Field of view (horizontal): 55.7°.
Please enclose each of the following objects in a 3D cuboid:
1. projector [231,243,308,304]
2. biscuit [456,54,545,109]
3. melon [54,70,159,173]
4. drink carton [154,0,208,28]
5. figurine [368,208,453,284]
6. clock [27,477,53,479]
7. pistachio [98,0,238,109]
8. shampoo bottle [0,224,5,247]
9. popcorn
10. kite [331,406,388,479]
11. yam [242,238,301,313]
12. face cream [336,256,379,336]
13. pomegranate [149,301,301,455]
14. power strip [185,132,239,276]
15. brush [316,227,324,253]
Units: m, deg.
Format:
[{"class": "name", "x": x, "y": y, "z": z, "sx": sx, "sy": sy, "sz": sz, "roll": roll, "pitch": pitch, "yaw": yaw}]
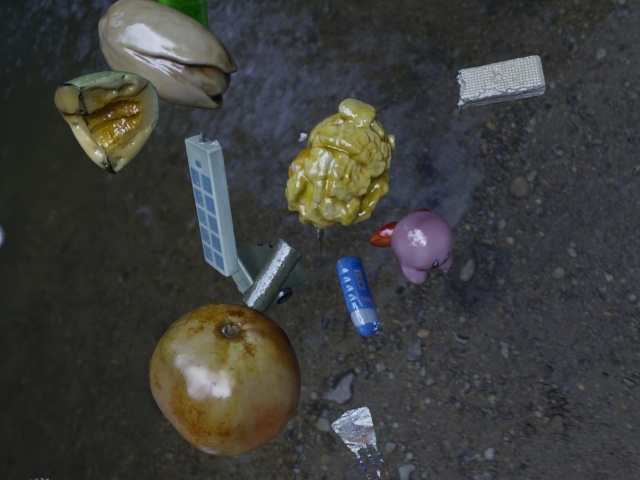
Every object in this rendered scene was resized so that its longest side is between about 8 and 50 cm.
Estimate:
[{"class": "projector", "x": -0.162, "y": 0.105, "z": 1.864, "sx": 0.088, "sy": 0.269, "sz": 0.194, "roll": -48, "pitch": 65, "yaw": 27}, {"class": "biscuit", "x": 0.500, "y": -0.440, "z": 1.693, "sx": 0.238, "sy": 0.062, "sz": 0.108, "roll": -8, "pitch": 70, "yaw": 16}, {"class": "melon", "x": -0.293, "y": -0.183, "z": 0.845, "sx": 0.128, "sy": 0.160, "sz": 0.079, "roll": -35, "pitch": 60, "yaw": -23}, {"class": "drink carton", "x": -0.327, "y": -0.563, "z": 1.331, "sx": 0.108, "sy": 0.271, "sz": 0.161, "roll": -24, "pitch": 55, "yaw": -24}, {"class": "figurine", "x": 0.349, "y": -0.010, "z": 2.147, "sx": 0.269, "sy": 0.211, "sz": 0.261, "roll": -23, "pitch": 63, "yaw": -21}, {"class": "clock", "x": -0.419, "y": 0.380, "z": 0.888, "sx": 0.074, "sy": 0.083, "sz": 0.010, "roll": 32, "pitch": 117, "yaw": 26}, {"class": "pistachio", "x": -0.289, "y": -0.347, "z": 1.112, "sx": 0.292, "sy": 0.181, "sz": 0.162, "roll": 26, "pitch": 113, "yaw": 15}, {"class": "shampoo bottle", "x": -0.756, "y": -0.023, "z": 1.354, "sx": 0.192, "sy": 0.074, "sz": 0.074, "roll": 19, "pitch": 83, "yaw": 53}, {"class": "popcorn", "x": 0.037, "y": -0.113, "z": 0.889, "sx": 0.163, "sy": 0.140, "sz": 0.194, "roll": -30, "pitch": 30, "yaw": 42}, {"class": "kite", "x": 0.128, "y": 0.632, "z": 1.868, "sx": 0.127, "sy": 0.016, "sz": 0.230, "roll": -24, "pitch": 88, "yaw": 6}, {"class": "yam", "x": -0.109, "y": 0.084, "z": 1.391, "sx": 0.068, "sy": 0.068, "sz": 0.169, "roll": 30, "pitch": 88, "yaw": 42}, {"class": "face cream", "x": 0.126, "y": 0.187, "z": 1.968, "sx": 0.083, "sy": 0.149, "sz": 0.264, "roll": -28, "pitch": 60, "yaw": 23}, {"class": "pomegranate", "x": -0.160, "y": 0.248, "z": 1.033, "sx": 0.252, "sy": 0.229, "sz": 0.271, "roll": 26, "pitch": 130, "yaw": 30}, {"class": "power strip", "x": -0.254, "y": -0.083, "z": 1.429, "sx": 0.106, "sy": 0.043, "sz": 0.368, "roll": 29, "pitch": 133, "yaw": 41}, {"class": "brush", "x": 0.000, "y": 0.000, "z": 2.346, "sx": 0.014, "sy": 0.170, "sz": 0.043, "roll": 24, "pitch": 57, "yaw": 17}]
